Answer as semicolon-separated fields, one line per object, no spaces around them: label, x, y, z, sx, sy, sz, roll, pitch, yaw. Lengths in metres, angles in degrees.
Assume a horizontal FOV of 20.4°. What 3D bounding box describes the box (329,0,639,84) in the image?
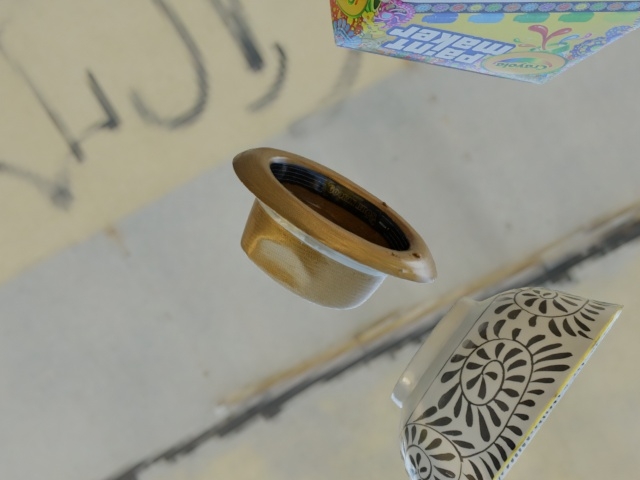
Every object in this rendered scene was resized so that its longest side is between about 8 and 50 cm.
box;0.135;-0.288;1.061;0.177;0.290;0.279;6;158;-36

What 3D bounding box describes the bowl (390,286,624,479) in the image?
bowl;0.093;0.084;1.020;0.170;0.080;0.170;-51;170;-13

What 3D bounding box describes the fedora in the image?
fedora;0.000;0.000;1.450;0.079;0.194;0.194;-58;-172;17
